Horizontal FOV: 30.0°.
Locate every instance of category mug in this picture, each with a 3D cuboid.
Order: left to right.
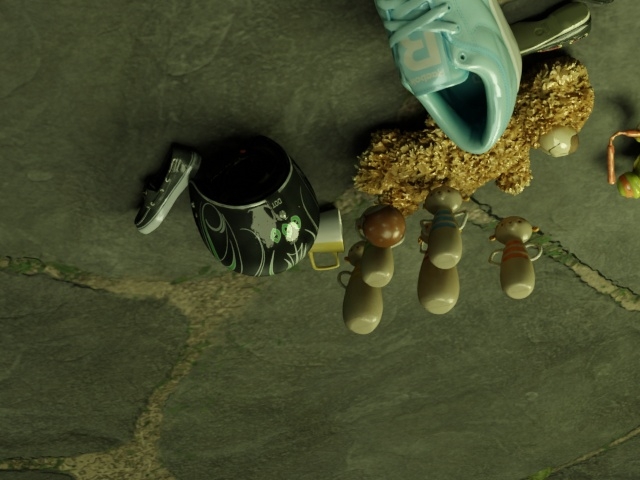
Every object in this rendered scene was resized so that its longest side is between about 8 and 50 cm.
[{"bbox_3d":[-0.001,-0.003,1.667,0.064,0.078,0.062,-8,160,2],"label":"mug"}]

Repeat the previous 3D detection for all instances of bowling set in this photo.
[{"bbox_3d":[0.130,-0.012,1.549,0.287,0.154,0.200,-12,135,17],"label":"bowling set"}]

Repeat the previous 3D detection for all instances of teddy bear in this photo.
[{"bbox_3d":[0.205,-0.118,1.569,0.338,0.113,0.245,-15,144,-1],"label":"teddy bear"}]

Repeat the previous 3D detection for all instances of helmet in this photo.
[{"bbox_3d":[-0.081,-0.033,1.524,0.169,0.169,0.161,-16,136,-1],"label":"helmet"}]

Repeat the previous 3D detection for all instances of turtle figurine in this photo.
[{"bbox_3d":[0.510,-0.111,1.708,0.217,0.087,0.269,-30,132,5],"label":"turtle figurine"}]

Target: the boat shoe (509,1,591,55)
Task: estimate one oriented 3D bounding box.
[{"bbox_3d":[0.271,-0.250,1.478,0.133,0.049,0.042,-21,146,9],"label":"boat shoe"}]

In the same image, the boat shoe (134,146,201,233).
[{"bbox_3d":[-0.205,-0.067,1.536,0.040,0.049,0.142,25,123,-26],"label":"boat shoe"}]

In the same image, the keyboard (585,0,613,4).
[{"bbox_3d":[0.261,-0.369,1.344,0.317,0.033,0.201,7,143,-29],"label":"keyboard"}]

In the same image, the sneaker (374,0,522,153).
[{"bbox_3d":[0.125,-0.242,1.303,0.135,0.150,0.366,-18,132,30],"label":"sneaker"}]
